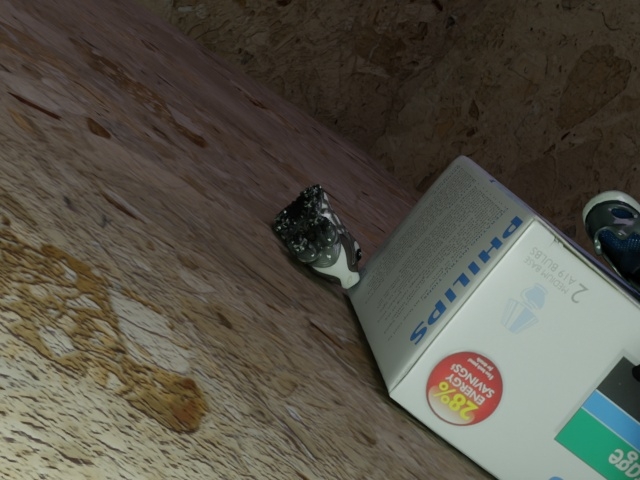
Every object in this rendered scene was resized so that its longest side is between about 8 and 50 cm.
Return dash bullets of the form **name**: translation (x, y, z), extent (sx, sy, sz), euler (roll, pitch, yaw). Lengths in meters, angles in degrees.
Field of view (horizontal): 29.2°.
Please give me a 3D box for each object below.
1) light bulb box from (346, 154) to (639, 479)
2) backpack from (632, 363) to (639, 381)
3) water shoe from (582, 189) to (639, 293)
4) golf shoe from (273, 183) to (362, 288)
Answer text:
- **light bulb box**: translation (0.245, 0.121, 1.336), extent (0.358, 0.225, 0.361), euler (37, 7, -13)
- **backpack**: translation (0.384, 0.261, 1.048), extent (0.276, 0.263, 0.213), euler (10, -32, 13)
- **water shoe**: translation (0.333, 0.036, 1.226), extent (0.203, 0.073, 0.080), euler (36, 35, -21)
- **golf shoe**: translation (0.000, 0.000, 1.493), extent (0.094, 0.077, 0.198), euler (48, 11, -22)
